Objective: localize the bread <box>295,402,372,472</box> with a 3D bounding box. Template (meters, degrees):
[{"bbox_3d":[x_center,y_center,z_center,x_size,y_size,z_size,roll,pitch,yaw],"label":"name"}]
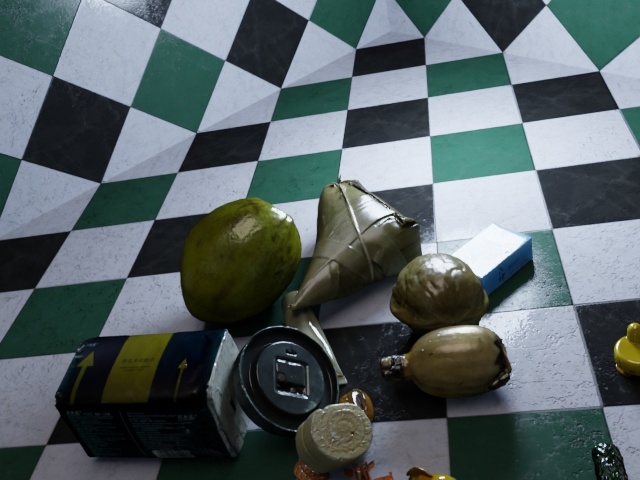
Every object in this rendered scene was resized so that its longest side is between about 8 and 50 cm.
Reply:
[{"bbox_3d":[0.029,0.448,1.658,0.148,0.141,0.134,2,61,-19],"label":"bread"}]

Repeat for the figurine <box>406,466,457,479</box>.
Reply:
[{"bbox_3d":[0.269,0.554,1.476,0.246,0.131,0.156,27,31,28],"label":"figurine"}]

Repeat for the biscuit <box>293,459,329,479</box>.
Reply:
[{"bbox_3d":[-0.018,0.531,1.697,0.091,0.015,0.078,18,46,38],"label":"biscuit"}]

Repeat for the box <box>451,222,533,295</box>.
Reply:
[{"bbox_3d":[0.489,0.055,2.128,0.232,0.083,0.143,-35,38,-25],"label":"box"}]

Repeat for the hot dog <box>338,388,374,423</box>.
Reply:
[{"bbox_3d":[0.085,0.418,1.781,0.090,0.060,0.140,-14,37,8],"label":"hot dog"}]

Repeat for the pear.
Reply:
[{"bbox_3d":[-0.240,0.056,2.148,0.413,0.352,0.352,-49,34,11],"label":"pear"}]

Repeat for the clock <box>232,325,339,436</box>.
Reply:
[{"bbox_3d":[-0.085,0.345,1.800,0.055,0.280,0.280,-45,10,43],"label":"clock"}]

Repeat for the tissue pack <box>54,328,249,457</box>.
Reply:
[{"bbox_3d":[-0.404,0.388,1.828,0.417,0.264,0.253,-7,39,14],"label":"tissue pack"}]

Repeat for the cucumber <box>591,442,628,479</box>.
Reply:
[{"bbox_3d":[0.583,0.532,1.433,0.068,0.067,0.293,-5,36,14],"label":"cucumber"}]

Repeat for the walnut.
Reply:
[{"bbox_3d":[0.309,0.150,1.936,0.283,0.227,0.283,-6,24,2],"label":"walnut"}]

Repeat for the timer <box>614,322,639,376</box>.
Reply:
[{"bbox_3d":[0.743,0.260,1.717,0.107,0.109,0.107,-10,35,7],"label":"timer"}]

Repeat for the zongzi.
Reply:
[{"bbox_3d":[-0.002,-0.018,2.259,0.467,0.218,0.500,-20,37,-23],"label":"zongzi"}]

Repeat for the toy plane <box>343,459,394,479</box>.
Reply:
[{"bbox_3d":[0.105,0.561,1.581,0.135,0.062,0.188,-17,48,-4],"label":"toy plane"}]

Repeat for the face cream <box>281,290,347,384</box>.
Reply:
[{"bbox_3d":[-0.036,0.278,2.019,0.137,0.084,0.341,-8,39,-11],"label":"face cream"}]

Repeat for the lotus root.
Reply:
[{"bbox_3d":[0.299,0.296,1.768,0.310,0.182,0.182,-9,35,9],"label":"lotus root"}]
